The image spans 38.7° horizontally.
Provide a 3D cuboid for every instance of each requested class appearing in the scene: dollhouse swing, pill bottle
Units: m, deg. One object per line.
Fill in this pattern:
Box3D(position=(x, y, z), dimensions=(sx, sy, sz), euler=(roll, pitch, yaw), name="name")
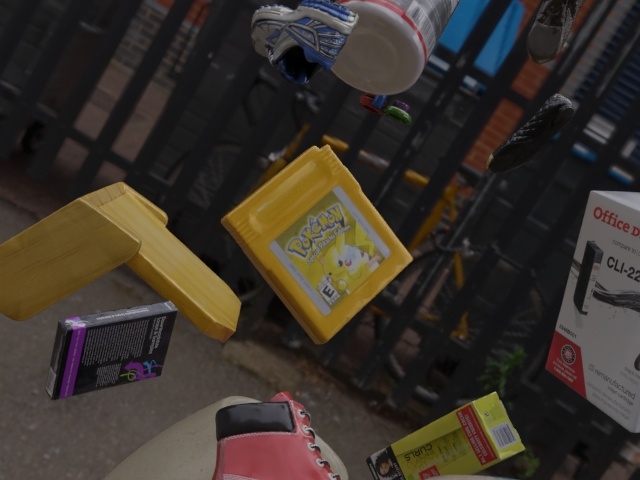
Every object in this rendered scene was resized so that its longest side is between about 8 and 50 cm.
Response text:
Box3D(position=(-0.344, 0.084, 1.493), dimensions=(0.304, 0.315, 0.347), euler=(59, 1, -8), name="dollhouse swing")
Box3D(position=(0.123, -0.366, 1.370), dimensions=(0.161, 0.283, 0.161), euler=(19, -35, 14), name="pill bottle")

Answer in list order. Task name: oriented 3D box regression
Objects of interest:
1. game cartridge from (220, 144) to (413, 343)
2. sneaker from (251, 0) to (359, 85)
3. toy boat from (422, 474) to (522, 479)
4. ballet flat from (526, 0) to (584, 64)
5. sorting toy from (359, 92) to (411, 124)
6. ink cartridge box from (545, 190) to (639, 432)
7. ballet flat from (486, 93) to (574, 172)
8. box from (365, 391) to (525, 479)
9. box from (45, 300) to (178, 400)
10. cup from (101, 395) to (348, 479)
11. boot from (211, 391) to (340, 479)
Box3D(position=(0.000, 0.000, 1.860), dimensions=(0.323, 0.285, 0.053), euler=(53, -24, -10), name="game cartridge")
Box3D(position=(-0.024, -0.153, 0.722), dimensions=(0.052, 0.058, 0.135), euler=(20, -5, -27), name="sneaker")
Box3D(position=(0.206, 0.407, 1.055), dimensions=(0.268, 0.318, 0.148), euler=(-6, 15, 34), name="toy boat")
Box3D(position=(0.412, -0.407, 1.531), dimensions=(0.084, 0.249, 0.058), euler=(21, -6, 18), name="ballet flat")
Box3D(position=(0.109, -0.226, 1.479), dimensions=(0.102, 0.042, 0.061), euler=(25, -3, 32), name="sorting toy")
Box3D(position=(0.426, 0.087, 1.204), dimensions=(0.114, 0.272, 0.197), euler=(4, 16, -23), name="ink cartridge box")
Box3D(position=(0.348, -0.174, 1.520), dimensions=(0.057, 0.173, 0.049), euler=(40, 16, -38), name="ballet flat")
Box3D(position=(0.164, 0.291, 1.239), dimensions=(0.058, 0.232, 0.087), euler=(-9, 68, -44), name="box")
Box3D(position=(-0.271, 0.142, 1.191), dimensions=(0.162, 0.116, 0.029), euler=(-6, 37, -40), name="box")
Box3D(position=(-0.101, 0.322, 1.046), dimensions=(0.331, 0.237, 0.331), euler=(31, 7, -5), name="cup")
Box3D(position=(0.013, 0.234, 0.870), dimensions=(0.244, 0.088, 0.176), euler=(15, 51, -15), name="boot")
